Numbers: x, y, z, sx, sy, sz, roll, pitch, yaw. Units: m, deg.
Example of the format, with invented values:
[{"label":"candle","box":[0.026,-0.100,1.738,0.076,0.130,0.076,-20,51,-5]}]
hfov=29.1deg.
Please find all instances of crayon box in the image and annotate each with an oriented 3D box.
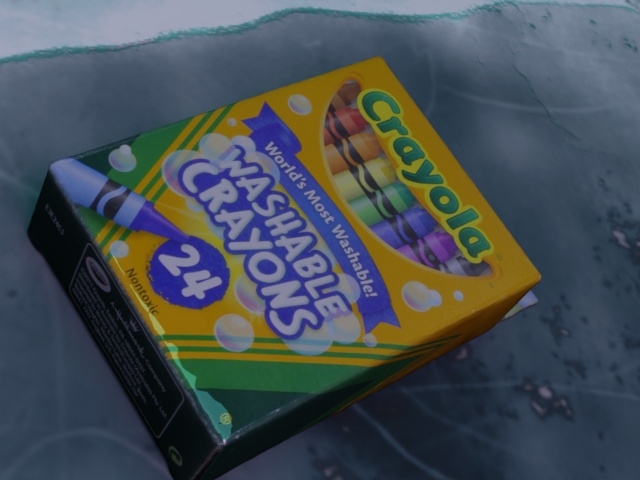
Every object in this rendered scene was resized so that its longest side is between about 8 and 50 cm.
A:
[{"label":"crayon box","box":[0.000,0.000,0.825,0.323,0.083,0.203,-23,71,-34]}]
